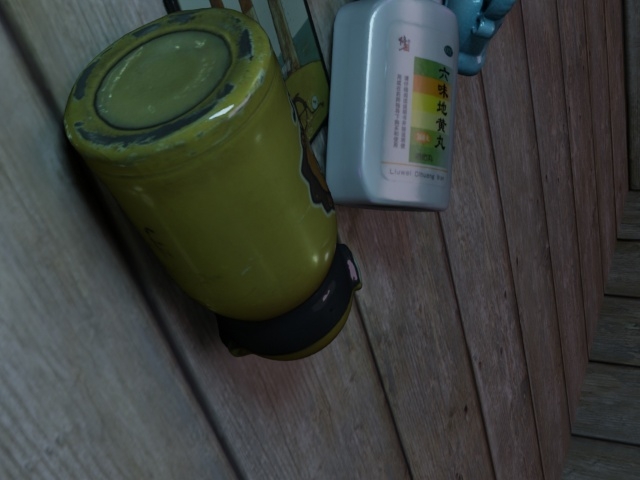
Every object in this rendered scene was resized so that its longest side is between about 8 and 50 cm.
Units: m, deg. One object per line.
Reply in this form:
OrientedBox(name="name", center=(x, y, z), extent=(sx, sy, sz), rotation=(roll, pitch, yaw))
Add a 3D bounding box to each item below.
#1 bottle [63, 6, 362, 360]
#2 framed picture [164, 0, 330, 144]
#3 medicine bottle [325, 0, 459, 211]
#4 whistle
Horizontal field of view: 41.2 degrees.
OrientedBox(name="bottle", center=(-0.069, -0.022, 0.768), extent=(0.351, 0.171, 0.172), rotation=(64, 39, -48))
OrientedBox(name="framed picture", center=(-0.067, -0.215, 0.910), extent=(0.244, 0.013, 0.324), rotation=(-61, 144, -42))
OrientedBox(name="medicine bottle", center=(0.096, -0.202, 1.081), extent=(0.179, 0.124, 0.325), rotation=(4, 88, -43))
OrientedBox(name="whistle", center=(0.211, -0.333, 1.141), extent=(0.186, 0.093, 0.274), rotation=(-85, -169, -51))
